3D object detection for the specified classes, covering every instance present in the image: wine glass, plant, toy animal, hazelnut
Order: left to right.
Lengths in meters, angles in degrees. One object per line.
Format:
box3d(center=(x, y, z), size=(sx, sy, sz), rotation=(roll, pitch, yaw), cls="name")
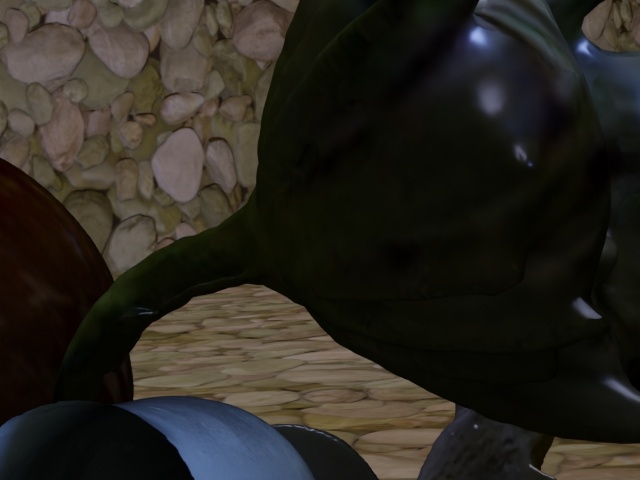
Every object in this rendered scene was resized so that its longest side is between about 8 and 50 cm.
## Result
box3d(center=(-0.199, 0.068, 0.923), size=(0.218, 0.218, 0.234), rotation=(-2, 22, 14), cls="hazelnut")
box3d(center=(-0.041, 0.096, 0.609), size=(0.093, 0.093, 0.202), rotation=(-2, -9, 17), cls="wine glass")
box3d(center=(-0.013, 0.012, 0.724), size=(0.333, 0.251, 0.180), rotation=(-20, 11, 14), cls="plant")
box3d(center=(0.057, 0.096, 0.850), size=(0.155, 0.095, 0.219), rotation=(0, 1, -18), cls="toy animal")
